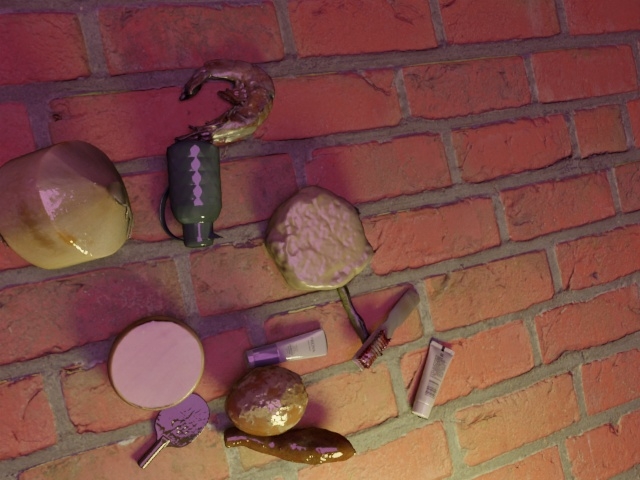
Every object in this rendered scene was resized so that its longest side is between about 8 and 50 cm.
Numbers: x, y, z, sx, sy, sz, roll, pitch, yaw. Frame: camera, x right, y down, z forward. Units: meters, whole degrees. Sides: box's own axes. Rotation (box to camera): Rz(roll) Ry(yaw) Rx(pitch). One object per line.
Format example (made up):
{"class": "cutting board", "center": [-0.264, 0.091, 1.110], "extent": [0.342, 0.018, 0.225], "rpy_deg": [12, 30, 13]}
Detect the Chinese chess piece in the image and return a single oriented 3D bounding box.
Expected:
{"class": "Chinese chess piece", "center": [-0.439, 0.327, 1.444], "extent": [0.251, 0.097, 0.250], "rpy_deg": [1, 85, -19]}

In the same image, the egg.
{"class": "egg", "center": [-0.148, 0.445, 1.489], "extent": [0.234, 0.195, 0.194], "rpy_deg": [-15, 92, -22]}

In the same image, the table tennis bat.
{"class": "table tennis bat", "center": [-0.411, 0.527, 1.484], "extent": [0.131, 0.022, 0.234], "rpy_deg": [48, 71, -12]}

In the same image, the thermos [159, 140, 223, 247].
{"class": "thermos", "center": [-0.360, -0.122, 1.484], "extent": [0.183, 0.145, 0.286], "rpy_deg": [-3, 88, 12]}

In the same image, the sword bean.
{"class": "sword bean", "center": [0.119, 0.254, 1.678], "extent": [0.043, 0.038, 0.269], "rpy_deg": [-31, 97, -31]}

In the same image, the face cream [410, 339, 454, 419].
{"class": "face cream", "center": [0.359, 0.455, 1.743], "extent": [0.092, 0.058, 0.243], "rpy_deg": [28, 72, -10]}

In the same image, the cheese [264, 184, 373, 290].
{"class": "cheese", "center": [0.000, 0.000, 1.613], "extent": [0.327, 0.115, 0.317], "rpy_deg": [16, 82, -20]}

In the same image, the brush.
{"class": "brush", "center": [0.217, 0.275, 1.680], "extent": [0.060, 0.050, 0.321], "rpy_deg": [49, 62, -8]}

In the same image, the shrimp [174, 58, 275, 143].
{"class": "shrimp", "center": [-0.292, -0.397, 1.559], "extent": [0.360, 0.085, 0.247], "rpy_deg": [-43, 91, -20]}

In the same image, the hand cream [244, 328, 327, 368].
{"class": "hand cream", "center": [-0.098, 0.325, 1.590], "extent": [0.256, 0.048, 0.079], "rpy_deg": [-9, 88, -21]}

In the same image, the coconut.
{"class": "coconut", "center": [-0.608, -0.091, 1.297], "extent": [0.323, 0.323, 0.322], "rpy_deg": [1, 86, -19]}

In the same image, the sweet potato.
{"class": "sweet potato", "center": [-0.088, 0.587, 1.552], "extent": [0.386, 0.109, 0.109], "rpy_deg": [8, 84, -7]}
